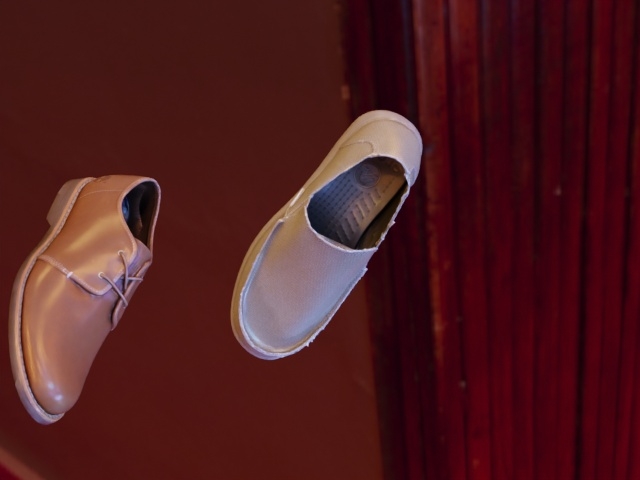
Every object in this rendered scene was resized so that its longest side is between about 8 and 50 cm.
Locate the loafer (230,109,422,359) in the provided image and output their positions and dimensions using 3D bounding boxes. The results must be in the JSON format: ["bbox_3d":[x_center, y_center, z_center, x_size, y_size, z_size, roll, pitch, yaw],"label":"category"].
[{"bbox_3d":[0.000,0.000,1.210,0.102,0.269,0.092,30,13,-6],"label":"loafer"}]

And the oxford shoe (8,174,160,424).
[{"bbox_3d":[-0.158,0.030,0.903,0.076,0.076,0.212,-11,47,22],"label":"oxford shoe"}]
